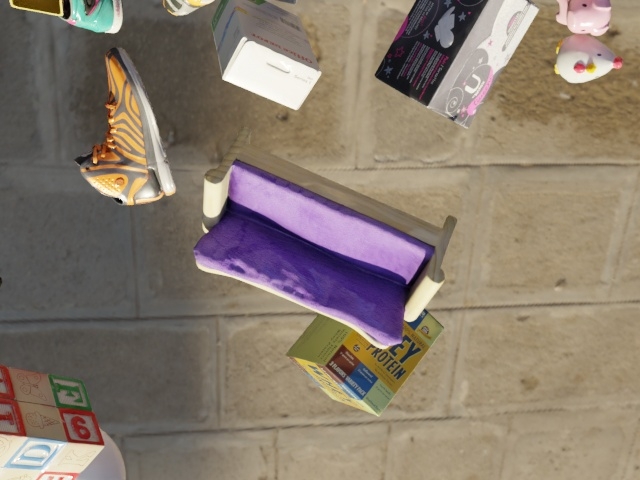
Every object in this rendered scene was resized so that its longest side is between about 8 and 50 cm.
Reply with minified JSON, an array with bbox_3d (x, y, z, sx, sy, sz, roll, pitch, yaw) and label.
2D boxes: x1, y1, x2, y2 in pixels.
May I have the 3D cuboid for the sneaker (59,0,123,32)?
[{"bbox_3d":[-0.583,-0.638,1.677,0.178,0.123,0.296,-17,98,-46],"label":"sneaker"}]

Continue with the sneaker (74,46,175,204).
[{"bbox_3d":[-0.421,-0.217,1.450,0.180,0.124,0.321,-18,109,-11],"label":"sneaker"}]

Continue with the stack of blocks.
[{"bbox_3d":[-0.372,0.251,0.685,0.297,0.087,0.171,-48,140,15],"label":"stack of blocks"}]

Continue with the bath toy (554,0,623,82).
[{"bbox_3d":[0.504,-0.452,1.338,0.151,0.129,0.348,-38,132,-27],"label":"bath toy"}]

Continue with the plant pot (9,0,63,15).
[{"bbox_3d":[-0.450,-0.424,1.143,0.081,0.081,0.083,7,74,-16],"label":"plant pot"}]

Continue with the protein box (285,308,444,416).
[{"bbox_3d":[0.076,0.184,1.293,0.136,0.201,0.200,45,72,-13],"label":"protein box"}]

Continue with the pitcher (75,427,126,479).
[{"bbox_3d":[-0.365,0.301,0.924,0.125,0.178,0.207,0,138,41],"label":"pitcher"}]

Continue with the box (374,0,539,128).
[{"bbox_3d":[0.244,-0.349,1.267,0.163,0.142,0.247,11,115,-51],"label":"box"}]

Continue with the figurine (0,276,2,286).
[{"bbox_3d":[-0.661,0.122,1.182,0.214,0.092,0.210,21,100,-18],"label":"figurine"}]

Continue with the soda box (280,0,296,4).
[{"bbox_3d":[-0.084,-0.683,1.735,0.073,0.069,0.216,15,153,6],"label":"soda box"}]

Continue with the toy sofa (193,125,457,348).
[{"bbox_3d":[0.000,0.000,1.050,0.362,0.177,0.150,24,150,3],"label":"toy sofa"}]

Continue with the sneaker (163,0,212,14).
[{"bbox_3d":[-0.189,-0.399,0.939,0.084,0.083,0.215,2,77,-37],"label":"sneaker"}]

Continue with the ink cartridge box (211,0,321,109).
[{"bbox_3d":[-0.133,-0.453,1.670,0.201,0.278,0.117,17,125,-29],"label":"ink cartridge box"}]
